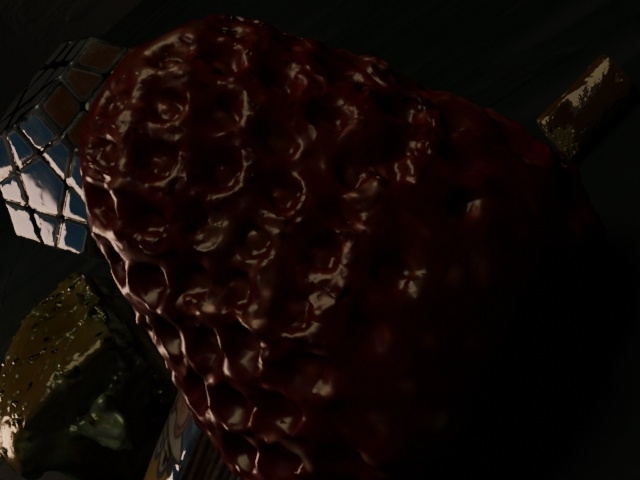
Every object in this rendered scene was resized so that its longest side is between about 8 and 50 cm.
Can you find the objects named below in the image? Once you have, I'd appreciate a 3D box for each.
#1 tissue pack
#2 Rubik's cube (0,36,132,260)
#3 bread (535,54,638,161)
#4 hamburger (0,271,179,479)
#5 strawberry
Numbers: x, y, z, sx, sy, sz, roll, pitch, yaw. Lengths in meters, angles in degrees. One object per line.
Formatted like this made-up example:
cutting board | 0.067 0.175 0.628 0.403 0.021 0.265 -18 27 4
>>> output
tissue pack | -0.102 0.185 0.994 0.115 0.065 0.155 -112 41 -66
Rubik's cube | -0.263 -0.112 1.555 0.319 0.319 0.264 -26 4 40
bread | 0.219 -0.109 0.998 0.083 0.047 0.036 -45 -7 2
hamburger | -0.221 0.147 1.193 0.192 0.167 0.288 -46 23 -2
strawberry | 0.000 0.000 0.820 0.317 0.345 0.295 -43 22 10
